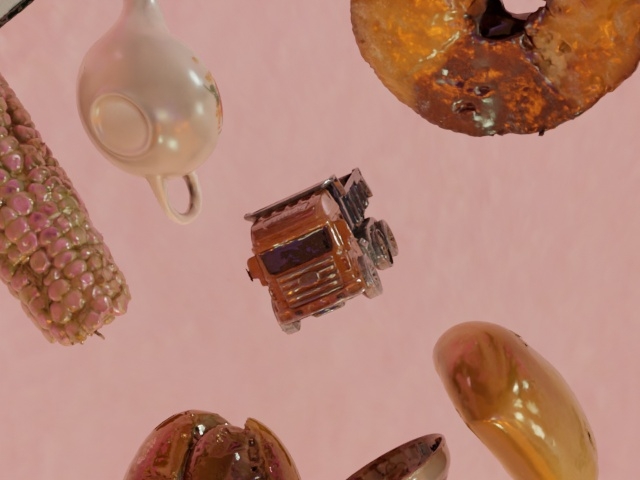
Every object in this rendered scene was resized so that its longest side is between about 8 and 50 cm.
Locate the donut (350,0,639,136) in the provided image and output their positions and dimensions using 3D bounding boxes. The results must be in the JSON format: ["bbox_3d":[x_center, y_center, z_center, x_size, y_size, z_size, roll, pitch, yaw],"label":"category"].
[{"bbox_3d":[0.113,-0.148,1.043,0.166,0.073,0.184,38,130,-6],"label":"donut"}]

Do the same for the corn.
[{"bbox_3d":[-0.291,-0.048,1.638,0.126,0.126,0.335,-39,79,0],"label":"corn"}]

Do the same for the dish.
[{"bbox_3d":[0.080,0.257,1.713,0.141,0.141,0.078,-32,96,2],"label":"dish"}]

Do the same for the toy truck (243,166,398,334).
[{"bbox_3d":[0.000,0.000,1.350,0.083,0.192,0.092,-23,99,12],"label":"toy truck"}]

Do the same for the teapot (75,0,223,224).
[{"bbox_3d":[-0.157,-0.114,1.606,0.145,0.092,0.226,2,118,32],"label":"teapot"}]

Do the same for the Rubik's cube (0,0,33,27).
[{"bbox_3d":[-0.301,-0.241,1.258,0.167,0.183,0.180,36,56,12],"label":"Rubik's cube"}]

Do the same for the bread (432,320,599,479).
[{"bbox_3d":[0.193,0.164,1.651,0.098,0.217,0.147,-33,39,10],"label":"bread"}]

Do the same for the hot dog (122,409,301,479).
[{"bbox_3d":[-0.051,0.142,0.739,0.089,0.060,0.140,14,84,9],"label":"hot dog"}]
